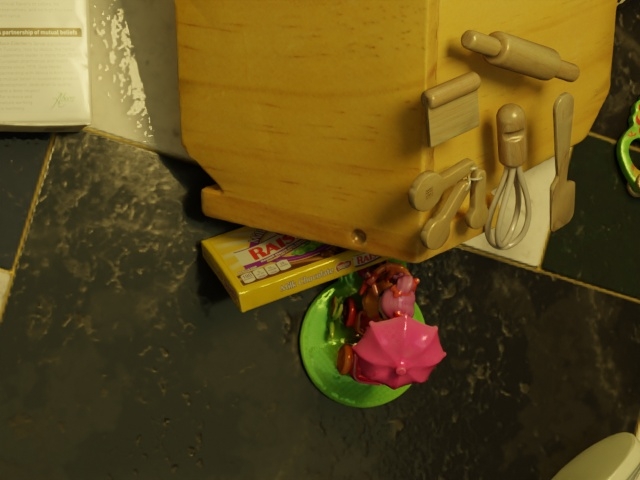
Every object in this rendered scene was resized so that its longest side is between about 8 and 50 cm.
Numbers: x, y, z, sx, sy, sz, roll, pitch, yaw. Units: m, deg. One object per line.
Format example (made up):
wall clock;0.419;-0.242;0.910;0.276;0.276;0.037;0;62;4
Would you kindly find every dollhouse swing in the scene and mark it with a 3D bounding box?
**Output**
dollhouse swing;0.078;-0.210;1.574;0.315;0.305;0.346;13;121;23

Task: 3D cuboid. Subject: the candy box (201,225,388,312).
candy box;0.000;0.000;1.611;0.206;0.105;0.027;-20;123;-15

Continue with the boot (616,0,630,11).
boot;0.463;-0.255;1.728;0.377;0.138;0.284;-35;98;-18

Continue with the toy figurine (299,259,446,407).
toy figurine;0.065;0.075;1.597;0.130;0.159;0.173;8;86;-15

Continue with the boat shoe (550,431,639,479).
boat shoe;0.250;0.293;1.694;0.081;0.079;0.227;44;84;-20

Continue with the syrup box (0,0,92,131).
syrup box;-0.260;-0.218;1.546;0.096;0.093;0.236;-1;89;-15

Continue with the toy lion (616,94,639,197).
toy lion;0.344;-0.105;1.745;0.100;0.034;0.096;-26;89;-14

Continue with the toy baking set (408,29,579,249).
toy baking set;0.158;-0.084;1.503;0.256;0.030;0.196;3;111;-47
